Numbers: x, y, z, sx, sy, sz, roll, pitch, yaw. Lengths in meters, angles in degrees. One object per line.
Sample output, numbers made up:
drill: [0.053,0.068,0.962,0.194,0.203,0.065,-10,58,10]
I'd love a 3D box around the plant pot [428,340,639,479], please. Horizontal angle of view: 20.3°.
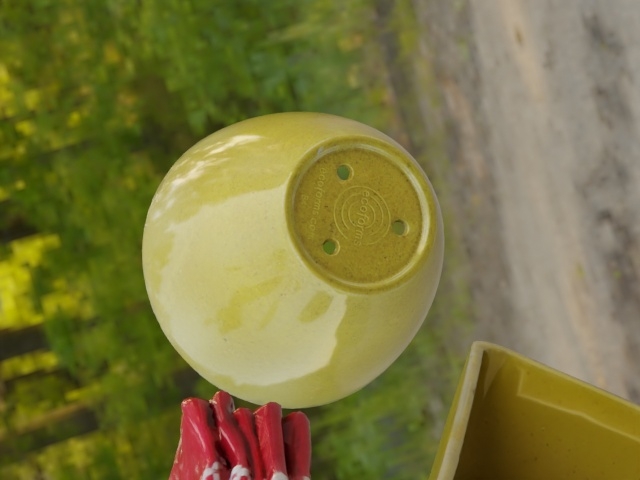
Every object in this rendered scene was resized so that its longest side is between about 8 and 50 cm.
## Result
plant pot: [0.102,0.177,0.562,0.212,0.212,0.187,-49,-17,-77]

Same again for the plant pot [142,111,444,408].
plant pot: [0.000,0.000,0.767,0.095,0.134,0.134,-31,76,67]

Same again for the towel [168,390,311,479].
towel: [-0.044,0.185,0.371,0.275,0.031,0.199,-93,22,-54]
